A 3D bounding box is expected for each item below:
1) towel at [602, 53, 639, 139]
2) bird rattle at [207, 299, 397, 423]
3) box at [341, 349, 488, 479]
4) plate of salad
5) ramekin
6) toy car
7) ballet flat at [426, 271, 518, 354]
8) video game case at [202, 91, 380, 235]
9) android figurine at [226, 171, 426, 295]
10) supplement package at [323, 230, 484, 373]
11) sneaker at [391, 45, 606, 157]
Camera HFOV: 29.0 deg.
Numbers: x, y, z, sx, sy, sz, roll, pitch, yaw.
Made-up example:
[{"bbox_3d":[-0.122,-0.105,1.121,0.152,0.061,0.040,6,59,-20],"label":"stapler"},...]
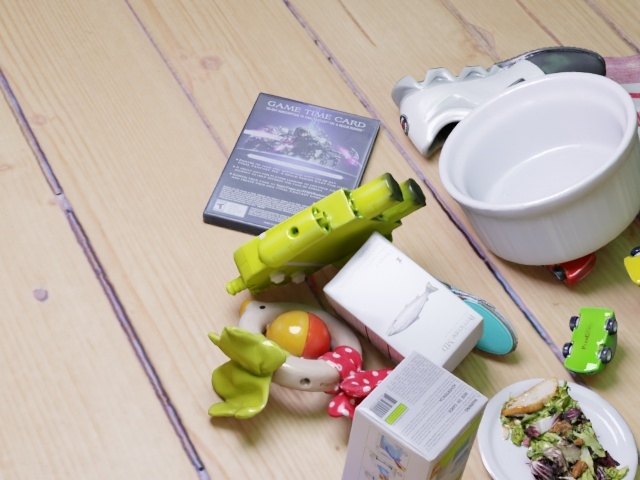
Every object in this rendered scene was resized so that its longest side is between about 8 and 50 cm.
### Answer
[{"bbox_3d":[0.490,-0.178,1.935,0.237,0.037,0.329,-5,49,-9],"label":"towel"},{"bbox_3d":[-0.016,0.138,1.543,0.253,0.143,0.207,2,31,-8],"label":"bird rattle"},{"bbox_3d":[0.100,0.242,1.402,0.103,0.203,0.114,33,51,22],"label":"box"},{"bbox_3d":[0.293,0.246,1.523,0.199,0.048,0.200,3,47,-4],"label":"plate of salad"},{"bbox_3d":[0.315,-0.094,1.710,0.277,0.135,0.277,-19,36,15],"label":"ramekin"},{"bbox_3d":[0.376,0.086,1.650,0.239,0.053,0.225,2,58,34],"label":"toy car"},{"bbox_3d":[0.183,0.089,1.649,0.188,0.070,0.070,29,52,15],"label":"ballet flat"},{"bbox_3d":[-0.037,-0.105,1.822,0.196,0.026,0.274,14,47,7],"label":"video game case"},{"bbox_3d":[0.000,0.000,1.595,0.272,0.248,0.056,-30,76,19],"label":"android figurine"},{"bbox_3d":[0.107,0.092,1.569,0.179,0.105,0.105,39,80,16],"label":"supplement package"},{"bbox_3d":[0.285,-0.195,1.880,0.330,0.122,0.146,-13,61,-3],"label":"sneaker"}]
